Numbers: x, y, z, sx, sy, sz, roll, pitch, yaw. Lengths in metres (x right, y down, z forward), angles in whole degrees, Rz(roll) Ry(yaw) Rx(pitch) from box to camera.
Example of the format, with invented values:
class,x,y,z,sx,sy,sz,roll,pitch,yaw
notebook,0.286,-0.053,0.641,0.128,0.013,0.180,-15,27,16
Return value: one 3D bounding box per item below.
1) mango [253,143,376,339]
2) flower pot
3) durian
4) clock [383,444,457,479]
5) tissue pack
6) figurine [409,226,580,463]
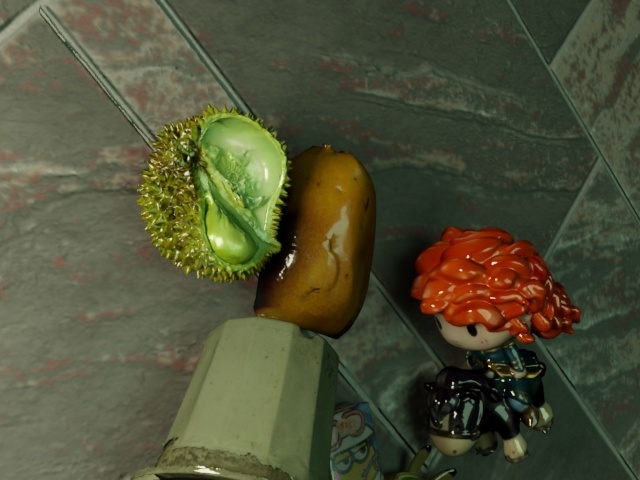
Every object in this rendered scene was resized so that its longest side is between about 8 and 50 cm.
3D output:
class,x,y,z,sx,sy,sz,roll,pitch,yaw
mango,0.000,0.000,1.424,0.201,0.153,0.287,3,94,-73
flower pot,-0.088,0.257,1.260,0.290,0.290,0.259,36,48,-32
durian,-0.146,-0.060,1.289,0.200,0.176,0.237,0,90,-50
clock,0.144,0.450,1.541,0.170,0.069,0.232,44,58,-28
tissue pack,0.033,0.335,1.463,0.115,0.065,0.155,-11,92,-42
figurine,0.286,0.181,1.619,0.306,0.241,0.411,0,99,-26
